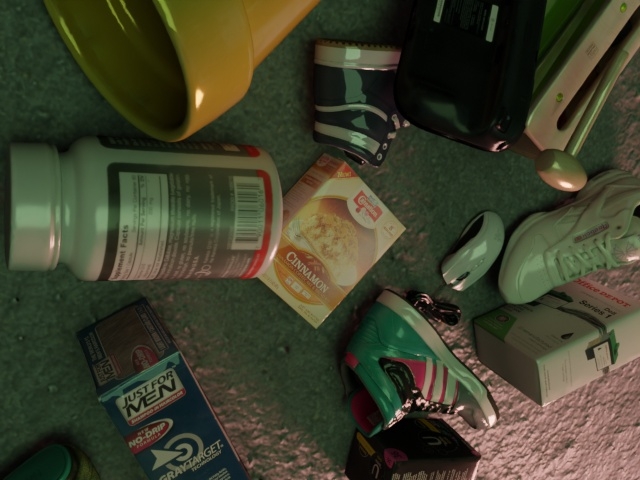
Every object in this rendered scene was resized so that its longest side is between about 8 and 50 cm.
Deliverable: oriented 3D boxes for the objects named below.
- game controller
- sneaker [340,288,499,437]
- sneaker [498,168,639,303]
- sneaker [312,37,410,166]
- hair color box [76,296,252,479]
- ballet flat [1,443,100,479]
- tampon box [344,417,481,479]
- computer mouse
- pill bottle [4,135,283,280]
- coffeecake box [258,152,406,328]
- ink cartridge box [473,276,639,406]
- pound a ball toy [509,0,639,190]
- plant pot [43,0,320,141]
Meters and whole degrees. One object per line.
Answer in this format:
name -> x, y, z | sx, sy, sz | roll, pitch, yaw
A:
game controller -> 0.193, -0.265, 0.935 | 0.167, 0.067, 0.319 | 15, 69, -1
sneaker -> 0.133, 0.231, 1.123 | 0.178, 0.124, 0.295 | -46, 113, -10
sneaker -> 0.408, -0.001, 1.162 | 0.305, 0.152, 0.114 | -37, 122, -8
sneaker -> 0.116, -0.174, 0.990 | 0.282, 0.099, 0.153 | 0, 106, -23
hair color box -> -0.172, 0.261, 0.959 | 0.105, 0.174, 0.347 | -30, 118, -15
ballet flat -> -0.426, 0.382, 0.920 | 0.349, 0.123, 0.123 | -32, 118, -13
tampon box -> 0.141, 0.348, 1.172 | 0.161, 0.120, 0.101 | 6, 105, -28
computer mouse -> 0.221, 0.041, 1.149 | 0.106, 0.042, 0.193 | 36, 90, -30
pill bottle -> -0.200, -0.035, 0.849 | 0.283, 0.161, 0.161 | 0, 107, -26
coffeecake box -> 0.000, 0.000, 1.013 | 0.185, 0.068, 0.142 | -48, 120, -4
ink cartridge box -> 0.382, 0.150, 1.198 | 0.220, 0.160, 0.092 | -22, 116, -19
pound a ball toy -> 0.358, -0.214, 1.029 | 0.136, 0.208, 0.319 | 35, 90, -38
plant pot -> -0.124, -0.268, 0.773 | 0.239, 0.254, 0.254 | -40, 121, -27
